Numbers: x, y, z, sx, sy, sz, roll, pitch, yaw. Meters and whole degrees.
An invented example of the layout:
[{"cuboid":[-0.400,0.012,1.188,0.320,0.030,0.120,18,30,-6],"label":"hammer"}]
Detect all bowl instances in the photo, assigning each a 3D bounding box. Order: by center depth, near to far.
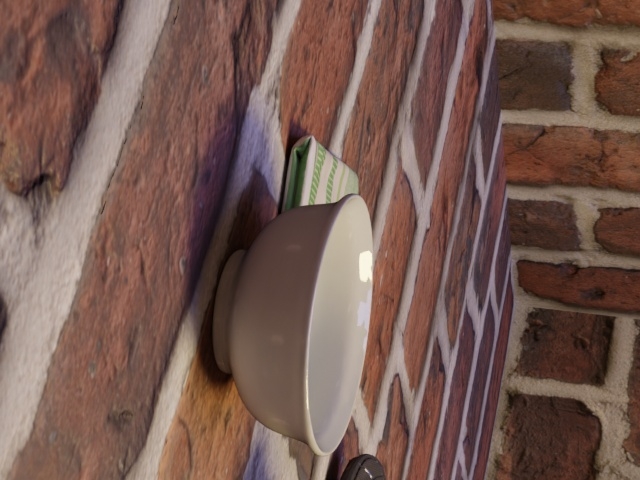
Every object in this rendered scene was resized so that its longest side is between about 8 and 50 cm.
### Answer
[{"cuboid":[-0.036,0.088,1.596,0.298,0.134,0.297,5,90,-76],"label":"bowl"}]

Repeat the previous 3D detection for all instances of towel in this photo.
[{"cuboid":[0.000,0.000,1.902,0.325,0.038,0.247,29,67,-75],"label":"towel"}]

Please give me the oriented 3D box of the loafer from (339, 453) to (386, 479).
[{"cuboid":[0.029,0.470,2.161,0.109,0.095,0.302,35,52,-40],"label":"loafer"}]
